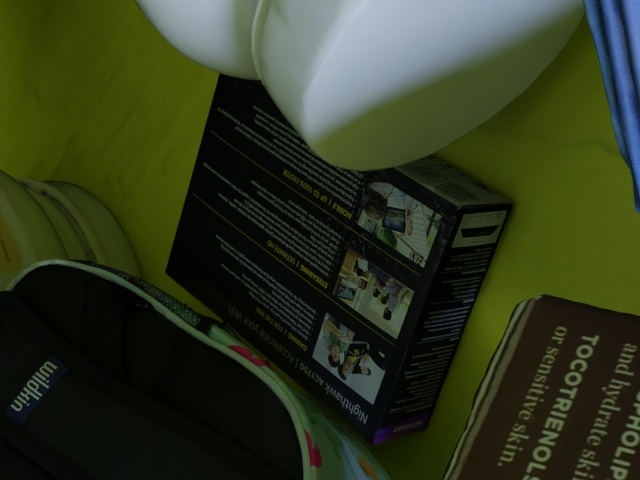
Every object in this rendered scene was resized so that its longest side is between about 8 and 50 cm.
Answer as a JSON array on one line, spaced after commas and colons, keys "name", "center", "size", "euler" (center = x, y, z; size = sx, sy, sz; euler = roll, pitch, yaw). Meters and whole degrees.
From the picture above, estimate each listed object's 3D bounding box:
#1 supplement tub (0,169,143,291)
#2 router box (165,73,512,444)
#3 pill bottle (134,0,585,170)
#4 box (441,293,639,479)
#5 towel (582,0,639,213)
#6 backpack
[{"name": "supplement tub", "center": [-0.294, 0.069, 0.701], "size": [0.241, 0.331, 0.241], "euler": [4, 96, 44]}, {"name": "router box", "center": [0.000, 0.000, 0.608], "size": [0.179, 0.046, 0.133], "euler": [36, 118, 37]}, {"name": "pill bottle", "center": [-0.032, -0.196, 0.524], "size": [0.334, 0.188, 0.188], "euler": [54, 127, 26]}, {"name": "box", "center": [0.132, 0.146, 0.335], "size": [0.203, 0.167, 0.168], "euler": [13, 142, 25]}, {"name": "towel", "center": [0.205, -0.145, 0.240], "size": [0.336, 0.040, 0.243], "euler": [-11, 90, 29]}, {"name": "backpack", "center": [-0.086, 0.150, 0.568], "size": [0.254, 0.191, 0.225], "euler": [20, 72, 46]}]
